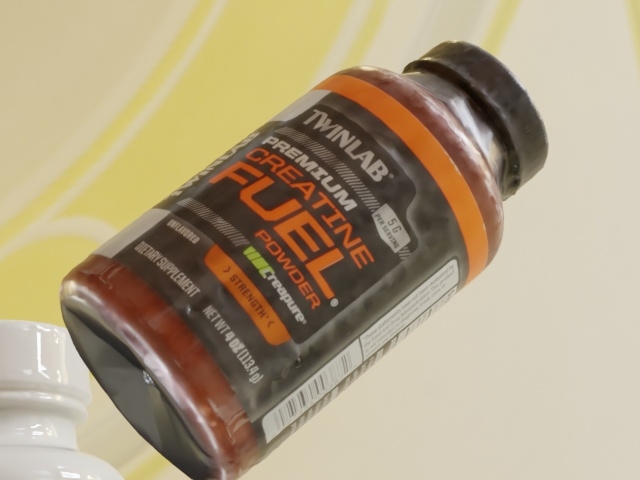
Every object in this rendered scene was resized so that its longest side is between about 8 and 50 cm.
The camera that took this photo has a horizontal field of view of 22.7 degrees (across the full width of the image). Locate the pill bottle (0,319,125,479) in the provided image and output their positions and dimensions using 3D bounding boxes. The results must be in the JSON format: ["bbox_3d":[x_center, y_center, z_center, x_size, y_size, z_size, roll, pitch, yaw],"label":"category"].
[{"bbox_3d":[-0.186,0.212,0.868,0.176,0.176,0.318,-9,-107,12],"label":"pill bottle"}]

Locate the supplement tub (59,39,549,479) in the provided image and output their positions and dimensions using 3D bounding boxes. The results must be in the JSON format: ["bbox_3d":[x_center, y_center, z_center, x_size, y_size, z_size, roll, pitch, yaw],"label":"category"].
[{"bbox_3d":[0.000,0.000,0.641,0.198,0.106,0.106,-39,-131,-21],"label":"supplement tub"}]
